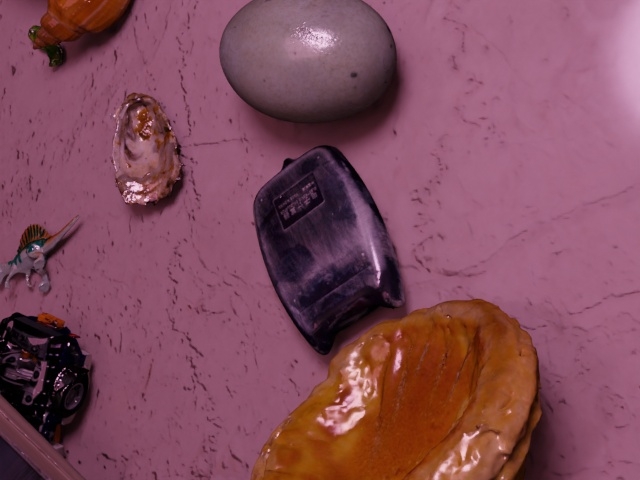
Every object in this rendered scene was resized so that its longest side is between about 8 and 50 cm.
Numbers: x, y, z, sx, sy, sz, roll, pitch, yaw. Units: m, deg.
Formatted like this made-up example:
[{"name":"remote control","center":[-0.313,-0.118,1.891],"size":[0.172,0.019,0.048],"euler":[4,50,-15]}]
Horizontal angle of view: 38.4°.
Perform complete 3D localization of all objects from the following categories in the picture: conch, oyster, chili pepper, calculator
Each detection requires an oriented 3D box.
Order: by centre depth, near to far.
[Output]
[{"name":"calculator","center":[0.000,0.000,1.186],"size":[0.177,0.040,0.268],"euler":[-36,58,22]},{"name":"oyster","center":[-0.257,-0.136,1.336],"size":[0.105,0.056,0.177],"euler":[-27,74,12]},{"name":"conch","center":[-0.305,-0.393,1.373],"size":[0.330,0.093,0.109],"euler":[-38,52,-1]},{"name":"chili pepper","center":[-0.435,-0.311,1.465],"size":[0.091,0.034,0.030],"euler":[51,142,21]}]

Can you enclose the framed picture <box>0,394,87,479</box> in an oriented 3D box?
[{"name":"framed picture","center":[-0.484,0.460,1.343],"size":[0.326,0.028,0.446],"euler":[43,113,3]}]

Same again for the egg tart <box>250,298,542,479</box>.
[{"name":"egg tart","center":[0.091,0.233,1.000],"size":[0.388,0.388,0.169],"euler":[-34,114,22]}]

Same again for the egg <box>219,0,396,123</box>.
[{"name":"egg","center":[-0.018,-0.231,1.147],"size":[0.236,0.169,0.169],"euler":[10,91,33]}]

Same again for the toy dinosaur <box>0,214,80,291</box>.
[{"name":"toy dinosaur","center":[-0.446,0.012,1.438],"size":[0.106,0.044,0.187],"euler":[42,107,41]}]

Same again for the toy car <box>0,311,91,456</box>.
[{"name":"toy car","center":[-0.442,0.257,1.370],"size":[0.193,0.118,0.301],"euler":[19,94,20]}]
